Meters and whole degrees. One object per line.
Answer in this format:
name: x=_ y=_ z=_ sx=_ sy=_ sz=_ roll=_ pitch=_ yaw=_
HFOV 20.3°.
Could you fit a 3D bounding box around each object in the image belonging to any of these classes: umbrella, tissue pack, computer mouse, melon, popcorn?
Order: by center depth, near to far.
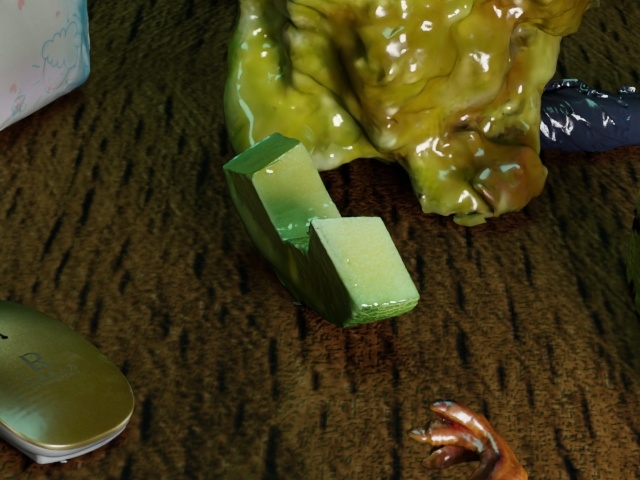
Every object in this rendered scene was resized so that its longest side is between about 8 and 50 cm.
computer mouse: x=-0.211 y=0.083 z=1.189 sx=0.199 sy=0.045 sz=0.102 roll=28 pitch=34 yaw=37
melon: x=0.000 y=0.000 z=1.305 sx=0.064 sy=0.118 sz=0.209 roll=-22 pitch=23 yaw=-18
popcorn: x=0.049 y=-0.180 z=1.505 sx=0.321 sy=0.325 sz=0.290 roll=42 pitch=11 yaw=-25
tissue pack: x=-0.312 y=-0.188 z=1.521 sx=0.124 sy=0.201 sz=0.271 roll=9 pitch=27 yaw=25
umbrella: x=0.296 y=-0.115 z=1.609 sx=0.248 sy=0.071 sz=0.071 roll=-3 pitch=29 yaw=-11

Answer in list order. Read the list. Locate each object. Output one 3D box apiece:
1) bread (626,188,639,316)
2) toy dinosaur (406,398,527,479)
bread: x=0.263 y=0.043 z=1.286 sx=0.049 sy=0.088 sz=0.226 roll=5 pitch=26 yaw=-2
toy dinosaur: x=0.101 y=0.191 z=0.975 sx=0.432 sy=0.097 sz=0.208 roll=-10 pitch=44 yaw=-18
